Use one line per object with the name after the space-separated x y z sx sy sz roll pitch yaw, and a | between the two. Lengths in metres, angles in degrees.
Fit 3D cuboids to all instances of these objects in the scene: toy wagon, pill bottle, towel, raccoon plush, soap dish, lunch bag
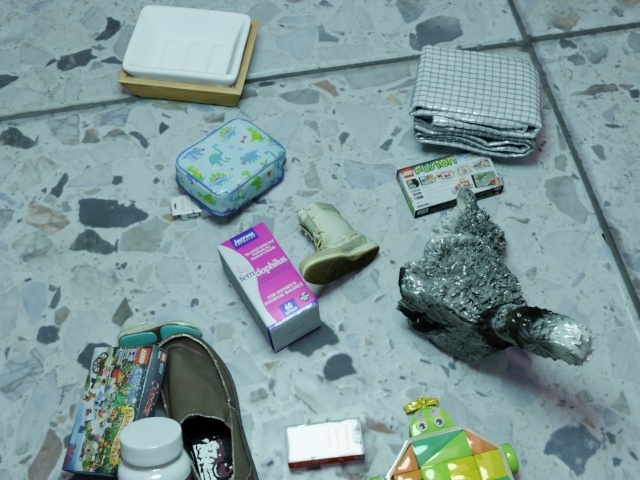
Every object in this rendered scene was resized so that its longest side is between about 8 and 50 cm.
0.224 0.434 1.425 0.267 0.068 0.344 -12 61 -6 | toy wagon
-0.274 0.418 1.346 0.121 0.221 0.121 -1 17 0 | pill bottle
0.340 -0.303 1.790 0.283 0.121 0.235 8 50 4 | towel
0.357 0.071 1.511 0.446 0.216 0.299 18 60 37 | raccoon plush
-0.303 -0.431 1.894 0.290 0.118 0.229 7 61 5 | soap dish
-0.195 -0.163 1.739 0.176 0.090 0.219 37 56 21 | lunch bag

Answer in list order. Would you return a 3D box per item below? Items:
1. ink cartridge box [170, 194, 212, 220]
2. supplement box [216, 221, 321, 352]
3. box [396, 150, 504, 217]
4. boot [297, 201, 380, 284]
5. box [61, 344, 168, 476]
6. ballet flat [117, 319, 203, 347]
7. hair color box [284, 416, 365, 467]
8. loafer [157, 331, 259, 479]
-0.279 -0.073 1.743 0.083 0.028 0.048 -10 60 -5 | ink cartridge box
-0.103 0.091 1.601 0.111 0.114 0.220 -30 63 -13 | supplement box
0.282 -0.129 1.759 0.207 0.036 0.114 -16 61 -8 | box
0.000 0.000 1.637 0.213 0.077 0.165 -17 54 -45 | boot
-0.374 0.309 1.469 0.159 0.044 0.233 -8 61 33 | box
-0.317 0.177 1.591 0.168 0.057 0.052 -4 33 -4 | ballet flat
0.008 0.372 1.479 0.141 0.043 0.072 -6 61 -1 | hair color box
-0.208 0.314 1.459 0.133 0.130 0.366 -27 63 -6 | loafer
